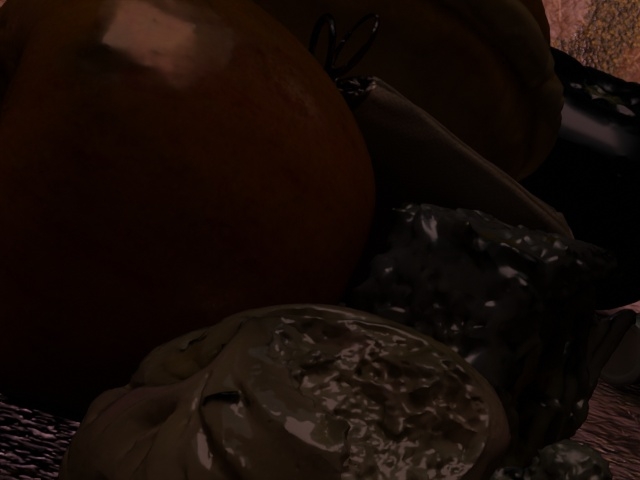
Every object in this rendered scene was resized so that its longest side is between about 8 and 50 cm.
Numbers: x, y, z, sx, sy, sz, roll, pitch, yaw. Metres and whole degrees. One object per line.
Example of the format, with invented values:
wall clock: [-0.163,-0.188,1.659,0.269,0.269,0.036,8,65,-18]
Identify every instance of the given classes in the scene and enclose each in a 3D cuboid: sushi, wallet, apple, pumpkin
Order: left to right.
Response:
apple: [-0.104,-0.021,1.197,0.275,0.299,0.299,31,5,-21]
wallet: [0.037,-0.029,1.427,0.275,0.068,0.335,35,-27,-19]
sushi: [0.101,0.069,1.254,0.139,0.184,0.274,21,10,20]
pumpkin: [0.229,-0.058,1.943,0.315,0.238,0.315,18,28,-10]

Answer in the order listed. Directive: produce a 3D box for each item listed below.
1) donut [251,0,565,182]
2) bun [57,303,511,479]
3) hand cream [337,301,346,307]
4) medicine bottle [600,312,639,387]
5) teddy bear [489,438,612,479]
donut: [-0.027,-0.146,1.527,0.448,0.198,0.449,13,-26,7]
bun: [-0.025,0.098,0.981,0.237,0.116,0.210,-12,20,11]
hand cream: [-0.025,0.039,1.591,0.276,0.059,0.095,11,16,-32]
medicine bottle: [0.318,0.090,1.724,0.074,0.074,0.218,23,16,36]
teddy bear: [0.126,0.176,1.028,0.133,0.111,0.213,33,-12,-3]
